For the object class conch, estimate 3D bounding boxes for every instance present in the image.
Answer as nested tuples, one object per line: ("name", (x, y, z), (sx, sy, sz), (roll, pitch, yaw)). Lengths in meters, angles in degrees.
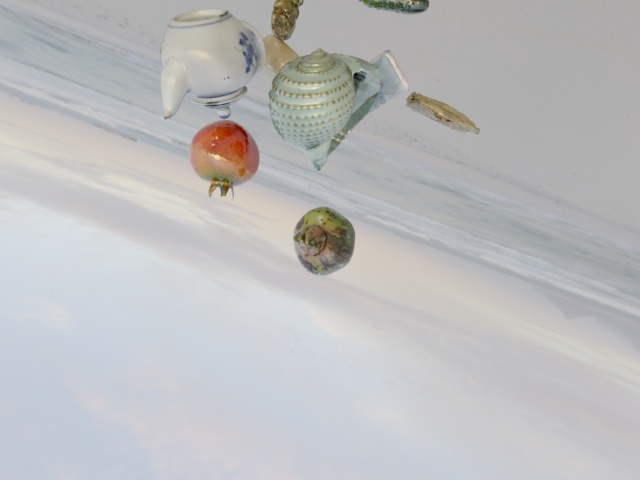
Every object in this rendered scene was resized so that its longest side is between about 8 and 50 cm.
("conch", (-0.002, -0.348, 1.086), (0.215, 0.303, 0.319), (49, 152, 6))

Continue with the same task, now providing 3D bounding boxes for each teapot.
("teapot", (-0.291, -0.466, 1.164), (0.253, 0.279, 0.424), (18, -134, 27))

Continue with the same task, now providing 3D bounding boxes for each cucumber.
("cucumber", (0.232, -0.762, 1.360), (0.228, 0.069, 0.069), (8, -177, 3))

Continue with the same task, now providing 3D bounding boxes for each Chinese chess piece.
("Chinese chess piece", (-0.113, -0.582, 1.473), (0.273, 0.102, 0.273), (42, -175, -5))

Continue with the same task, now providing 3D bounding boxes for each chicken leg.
("chicken leg", (-0.096, -0.722, 1.316), (0.088, 0.227, 0.103), (15, 162, 8))

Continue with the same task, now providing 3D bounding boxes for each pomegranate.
("pomegranate", (-0.308, -0.253, 1.358), (0.221, 0.256, 0.221), (6, 170, 1))
("pomegranate", (-0.014, 0.008, 1.395), (0.277, 0.221, 0.204), (-17, 167, -46))

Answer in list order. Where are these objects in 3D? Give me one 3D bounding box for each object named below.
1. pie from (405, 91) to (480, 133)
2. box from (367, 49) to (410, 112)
("pie", (0.426, -0.435, 1.474), (0.283, 0.068, 0.128), (21, -166, -22))
("box", (0.157, -0.502, 1.414), (0.285, 0.044, 0.142), (-16, 117, 50))
